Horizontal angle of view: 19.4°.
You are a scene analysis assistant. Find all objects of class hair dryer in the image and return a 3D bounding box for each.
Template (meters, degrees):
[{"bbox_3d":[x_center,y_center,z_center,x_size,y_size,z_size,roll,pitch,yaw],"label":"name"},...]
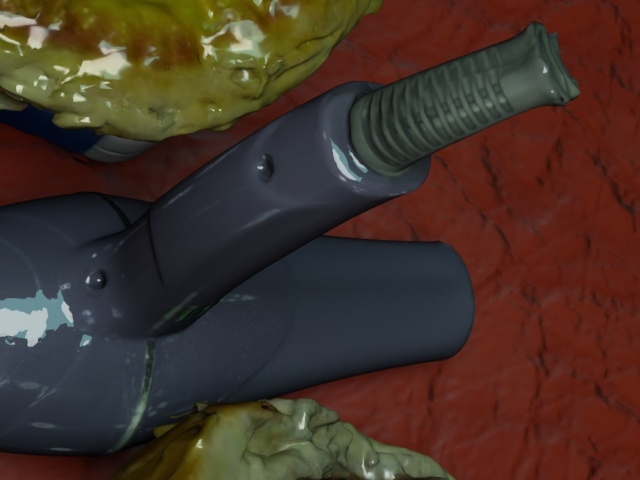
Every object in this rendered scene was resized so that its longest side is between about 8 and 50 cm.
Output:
[{"bbox_3d":[0.000,0.000,0.782,0.301,0.361,0.121,-3,74,-33],"label":"hair dryer"}]

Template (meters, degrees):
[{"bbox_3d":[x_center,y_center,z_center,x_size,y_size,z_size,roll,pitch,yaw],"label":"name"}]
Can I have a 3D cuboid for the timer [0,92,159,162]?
[{"bbox_3d":[-0.129,-0.176,0.919,0.178,0.078,0.253,22,69,-20],"label":"timer"}]

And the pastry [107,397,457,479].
[{"bbox_3d":[-0.043,0.198,0.808,0.237,0.170,0.256,33,65,-41],"label":"pastry"}]

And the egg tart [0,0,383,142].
[{"bbox_3d":[-0.105,-0.162,0.812,0.295,0.116,0.295,11,63,-22],"label":"egg tart"}]
